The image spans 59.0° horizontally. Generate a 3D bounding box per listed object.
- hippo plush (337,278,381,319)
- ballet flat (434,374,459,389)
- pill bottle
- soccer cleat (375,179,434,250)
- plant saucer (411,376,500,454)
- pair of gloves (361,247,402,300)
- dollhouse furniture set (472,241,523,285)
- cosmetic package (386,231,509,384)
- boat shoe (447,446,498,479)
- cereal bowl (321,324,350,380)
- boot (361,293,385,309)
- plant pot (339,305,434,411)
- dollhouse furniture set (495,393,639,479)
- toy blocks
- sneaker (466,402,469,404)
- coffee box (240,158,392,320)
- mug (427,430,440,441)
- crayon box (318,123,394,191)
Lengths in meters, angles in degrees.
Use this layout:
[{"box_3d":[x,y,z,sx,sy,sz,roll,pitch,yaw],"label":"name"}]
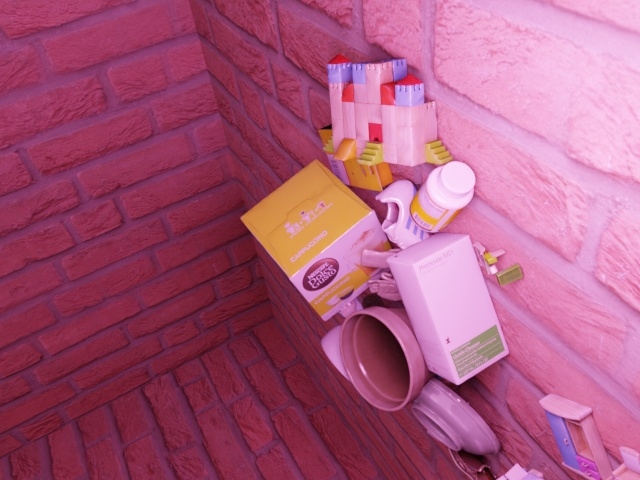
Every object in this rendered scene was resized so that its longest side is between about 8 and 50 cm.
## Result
[{"box_3d":[0.114,0.169,2.196,0.294,0.236,0.234,34,173,31],"label":"hippo plush"},{"box_3d":[0.378,0.433,2.020,0.124,0.116,0.342,52,167,-30],"label":"ballet flat"},{"box_3d":[0.305,-0.110,1.412,0.117,0.117,0.215,60,162,14],"label":"pill bottle"},{"box_3d":[0.254,-0.013,1.650,0.116,0.143,0.331,18,132,67],"label":"soccer cleat"},{"box_3d":[0.421,0.608,1.935,0.400,0.100,0.400,41,163,15],"label":"plant saucer"},{"box_3d":[0.243,0.109,1.842,0.240,0.204,0.042,76,-157,-44],"label":"pair of gloves"},{"box_3d":[0.440,0.052,1.409,0.151,0.059,0.076,-108,-8,-66],"label":"dollhouse furniture set"},{"box_3d":[0.350,0.179,1.560,0.365,0.197,0.155,67,162,-14],"label":"cosmetic package"},{"box_3d":[0.565,0.812,2.027,0.257,0.095,0.095,52,146,17],"label":"boat shoe"},{"box_3d":[0.169,0.419,2.041,0.339,0.141,0.339,39,-174,-5],"label":"cereal bowl"},{"box_3d":[0.249,0.380,2.304,0.269,0.089,0.236,71,-179,-48],"label":"boot"},{"box_3d":[0.266,0.340,1.801,0.323,0.281,0.322,22,119,48],"label":"plant pot"},{"box_3d":[0.546,0.550,1.330,0.198,0.304,0.286,66,163,-8],"label":"dollhouse furniture set"},{"box_3d":[0.154,-0.343,1.443,0.382,0.191,0.260,20,123,47],"label":"toy blocks"},{"box_3d":[0.507,0.593,1.963,0.109,0.040,0.043,80,-170,-59],"label":"sneaker"},{"box_3d":[0.000,0.000,1.925,0.338,0.338,0.334,48,174,37],"label":"coffee box"},{"box_3d":[0.470,0.765,2.261,0.064,0.062,0.078,42,160,33],"label":"mug"},{"box_3d":[0.120,-0.268,1.783,0.319,0.081,0.202,26,139,64],"label":"crayon box"}]
